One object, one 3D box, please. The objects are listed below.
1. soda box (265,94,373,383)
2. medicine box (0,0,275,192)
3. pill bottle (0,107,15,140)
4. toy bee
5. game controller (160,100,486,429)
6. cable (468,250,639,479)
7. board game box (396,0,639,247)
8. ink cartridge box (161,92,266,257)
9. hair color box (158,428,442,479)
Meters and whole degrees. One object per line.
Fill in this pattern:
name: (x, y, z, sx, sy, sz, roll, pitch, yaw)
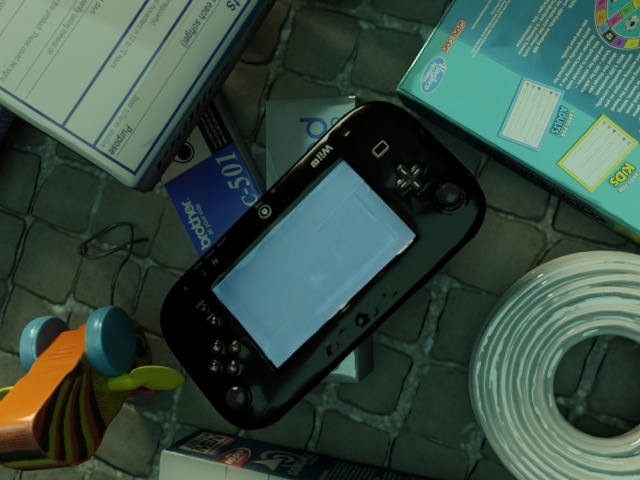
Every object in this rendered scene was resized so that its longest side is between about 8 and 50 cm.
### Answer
soda box: (0.000, 0.000, 0.732, 0.098, 0.091, 0.286, 0, 89, 13)
medicine box: (-0.221, -0.230, 0.670, 0.289, 0.149, 0.263, 33, 85, -10)
pill bottle: (-0.410, -0.197, 0.798, 0.152, 0.152, 0.272, 35, 96, 11)
toy bee: (-0.220, 0.134, 0.739, 0.195, 0.298, 0.162, 3, 129, 31)
game controller: (-0.006, 0.022, 0.651, 0.319, 0.067, 0.166, -44, 81, 6)
cable: (0.270, 0.139, 0.664, 0.257, 0.089, 0.257, -30, 82, 14)
board game box: (0.284, -0.161, 0.677, 0.336, 0.079, 0.254, 34, 96, 11)
ink cartridge box: (-0.133, -0.093, 0.787, 0.097, 0.046, 0.207, -29, 83, 12)
hair color box: (0.004, 0.318, 0.716, 0.347, 0.105, 0.174, 9, 90, 12)
